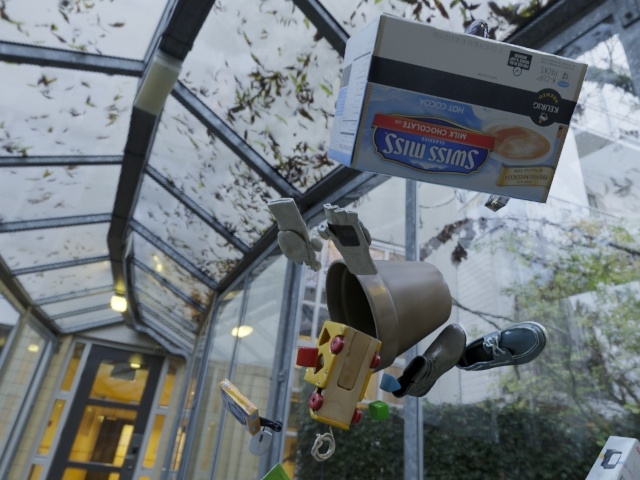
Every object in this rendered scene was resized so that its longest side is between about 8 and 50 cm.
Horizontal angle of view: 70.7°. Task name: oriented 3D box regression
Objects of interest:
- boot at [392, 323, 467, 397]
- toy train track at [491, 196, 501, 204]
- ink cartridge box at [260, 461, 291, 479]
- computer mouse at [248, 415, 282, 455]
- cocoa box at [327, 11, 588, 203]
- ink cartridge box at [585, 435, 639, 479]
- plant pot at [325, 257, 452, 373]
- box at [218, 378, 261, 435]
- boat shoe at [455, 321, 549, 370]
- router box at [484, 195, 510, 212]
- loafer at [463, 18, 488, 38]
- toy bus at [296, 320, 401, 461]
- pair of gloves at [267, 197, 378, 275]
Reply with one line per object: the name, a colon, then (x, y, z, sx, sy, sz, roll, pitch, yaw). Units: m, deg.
boot: (0.296, 0.325, 1.208, 0.083, 0.247, 0.161, 37, 2, 33)
toy train track: (0.416, -0.102, 1.043, 0.014, 0.083, 0.048, 51, -37, -6)
ink cartridge box: (-0.101, 0.558, 0.779, 0.097, 0.255, 0.189, -11, -68, 55)
computer mouse: (-0.189, 0.635, 1.439, 0.106, 0.042, 0.193, 14, -59, -2)
cocoa box: (0.211, -0.214, 0.786, 0.347, 0.228, 0.231, 9, 13, -10)
ink cartridge box: (0.758, 0.603, 1.129, 0.127, 0.175, 0.072, 56, -29, -1)
plant pot: (0.203, 0.182, 1.277, 0.280, 0.323, 0.323, -12, -22, -20)
box: (-0.194, 0.384, 1.054, 0.136, 0.028, 0.081, 27, -47, 35)
boat shoe: (0.533, 0.332, 1.360, 0.099, 0.116, 0.319, -4, -23, -32)
router box: (0.588, -0.182, 1.408, 0.046, 0.179, 0.133, 32, 0, 8)
loafer: (0.334, -0.403, 1.077, 0.109, 0.095, 0.302, 31, -5, 7)
toy bus: (0.024, 0.246, 0.809, 0.202, 0.191, 0.104, -21, 9, -29)
pair of gloves: (0.000, 0.000, 1.014, 0.240, 0.042, 0.204, 6, -47, 28)
